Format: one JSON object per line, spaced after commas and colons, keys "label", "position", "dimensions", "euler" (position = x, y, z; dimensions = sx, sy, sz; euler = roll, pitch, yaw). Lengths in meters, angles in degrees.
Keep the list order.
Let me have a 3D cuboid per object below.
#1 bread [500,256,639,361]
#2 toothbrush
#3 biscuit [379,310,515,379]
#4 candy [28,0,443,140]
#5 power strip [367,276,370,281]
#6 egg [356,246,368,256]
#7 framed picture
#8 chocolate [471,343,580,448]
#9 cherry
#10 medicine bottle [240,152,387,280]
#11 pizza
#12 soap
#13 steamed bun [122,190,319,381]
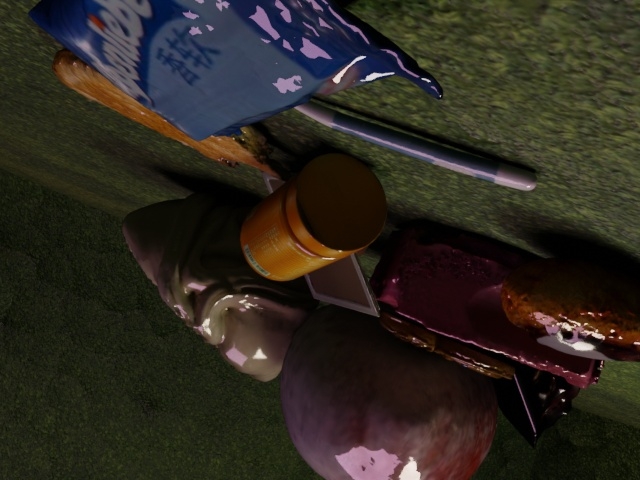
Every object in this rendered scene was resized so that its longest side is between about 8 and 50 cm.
{"label": "bread", "position": [0.294, 0.073, 0.769], "dimensions": [0.268, 0.095, 0.139], "euler": [9, 179, -19]}
{"label": "toothbrush", "position": [0.030, -0.084, 0.598], "dimensions": [0.275, 0.025, 0.019], "euler": [20, 172, 10]}
{"label": "biscuit", "position": [0.153, 0.131, 0.962], "dimensions": [0.175, 0.026, 0.124], "euler": [23, 177, 10]}
{"label": "candy", "position": [-0.079, -0.120, 0.477], "dimensions": [0.187, 0.077, 0.331], "euler": [31, 166, -22]}
{"label": "power strip", "position": [0.019, 0.065, 1.585], "dimensions": [0.118, 0.046, 0.270], "euler": [15, 171, 38]}
{"label": "egg", "position": [0.023, -0.006, 0.993], "dimensions": [0.083, 0.071, 0.071], "euler": [20, 173, -9]}
{"label": "framed picture", "position": [0.000, 0.000, 0.927], "dimensions": [0.142, 0.011, 0.183], "euler": [9, 126, 57]}
{"label": "chocolate", "position": [0.320, 0.144, 1.104], "dimensions": [0.224, 0.177, 0.206], "euler": [-132, 19, -79]}
{"label": "cherry", "position": [0.086, 0.218, 1.115], "dimensions": [0.326, 0.291, 0.335], "euler": [42, -166, 28]}
{"label": "medicine bottle", "position": [-0.014, -0.017, 0.803], "dimensions": [0.096, 0.096, 0.192], "euler": [24, 162, -15]}
{"label": "pizza", "position": [-0.123, -0.117, 0.751], "dimensions": [0.262, 0.034, 0.181], "euler": [27, 171, -41]}
{"label": "soap", "position": [0.213, 0.078, 0.915], "dimensions": [0.289, 0.112, 0.182], "euler": [22, 178, -8]}
{"label": "steamed bun", "position": [-0.132, 0.043, 1.269], "dimensions": [0.310, 0.219, 0.324], "euler": [48, -178, -41]}
